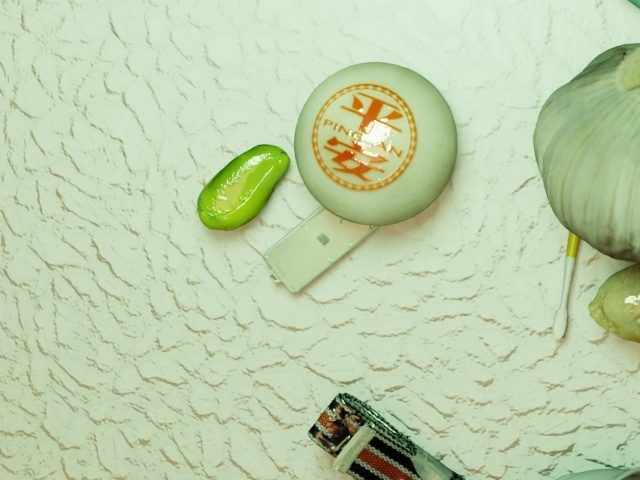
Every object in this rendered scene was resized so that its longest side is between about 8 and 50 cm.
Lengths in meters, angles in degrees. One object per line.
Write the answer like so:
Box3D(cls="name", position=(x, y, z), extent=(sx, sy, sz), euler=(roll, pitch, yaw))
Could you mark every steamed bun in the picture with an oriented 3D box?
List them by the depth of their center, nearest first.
Box3D(cls="steamed bun", position=(0.074, -0.136, 1.319), extent=(0.231, 0.145, 0.232), euler=(0, 90, 7))

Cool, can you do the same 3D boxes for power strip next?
Box3D(cls="power strip", position=(0.000, 0.000, 1.436), extent=(0.192, 0.035, 0.081), euler=(-40, 88, 17))

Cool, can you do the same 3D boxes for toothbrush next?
Box3D(cls="toothbrush", position=(0.361, 0.001, 1.359), extent=(0.021, 0.024, 0.288), euler=(9, 100, 9))

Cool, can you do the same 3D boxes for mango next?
Box3D(cls="mango", position=(-0.114, -0.079, 1.432), extent=(0.165, 0.074, 0.091), euler=(-38, 84, 5))

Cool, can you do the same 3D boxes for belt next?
Box3D(cls="belt", position=(0.145, 0.363, 1.432), extent=(0.359, 0.126, 0.094), euler=(37, 97, -2))

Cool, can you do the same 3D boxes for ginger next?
Box3D(cls="ginger", position=(0.535, 0.053, 1.269), extent=(0.354, 0.126, 0.190), euler=(-19, 122, 14))

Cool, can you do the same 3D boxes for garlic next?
Box3D(cls="garlic", position=(0.412, -0.098, 1.188), extent=(0.317, 0.317, 0.259), euler=(1, 138, 13))

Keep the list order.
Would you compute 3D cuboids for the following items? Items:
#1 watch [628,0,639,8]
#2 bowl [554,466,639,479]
Box3D(cls="watch", position=(0.466, -0.389, 1.222), extent=(0.195, 0.068, 0.237), euler=(4, 105, -1))
Box3D(cls="bowl", position=(0.351, 0.449, 1.338), extent=(0.157, 0.345, 0.346), euler=(21, 108, 47))
